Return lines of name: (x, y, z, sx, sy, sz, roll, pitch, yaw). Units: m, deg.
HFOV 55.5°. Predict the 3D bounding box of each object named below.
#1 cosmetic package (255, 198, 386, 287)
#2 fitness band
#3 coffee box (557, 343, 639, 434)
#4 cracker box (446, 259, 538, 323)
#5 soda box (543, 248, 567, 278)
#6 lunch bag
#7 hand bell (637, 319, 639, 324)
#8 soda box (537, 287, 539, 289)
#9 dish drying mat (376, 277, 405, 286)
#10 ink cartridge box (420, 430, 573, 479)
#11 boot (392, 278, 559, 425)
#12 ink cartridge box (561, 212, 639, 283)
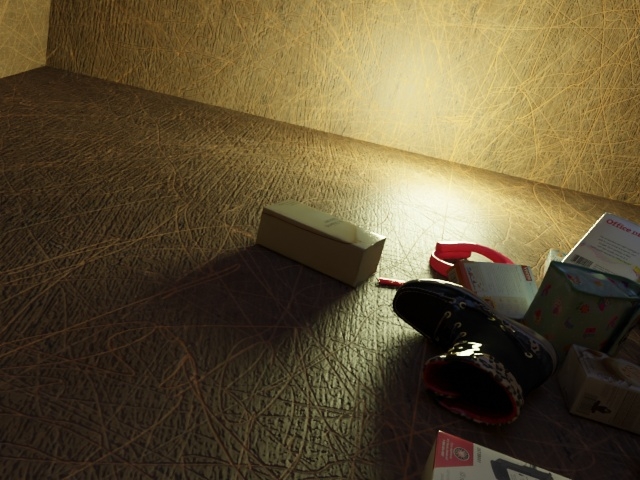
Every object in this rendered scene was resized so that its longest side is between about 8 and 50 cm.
cosmetic package: (0.000, 0.000, 1.636, 0.309, 0.113, 0.160, 22, 21, 21)
fitness band: (0.465, 0.073, 1.858, 0.290, 0.054, 0.209, -1, 29, -35)
coffee box: (0.640, 0.320, 1.262, 0.246, 0.098, 0.141, 16, 21, 4)
cracker box: (0.446, 0.138, 1.542, 0.232, 0.067, 0.156, 5, 59, -23)
soda box: (0.774, 0.087, 2.006, 0.058, 0.063, 0.183, 20, 21, 15)
lunch bag: (0.633, 0.187, 1.427, 0.262, 0.223, 0.160, 11, 27, -16)
hand bell: (0.953, 0.240, 1.724, 0.126, 0.126, 0.242, 4, 10, -27)
soda box: (0.640, 0.192, 1.646, 0.053, 0.060, 0.169, 2, 24, -33)
dish drying mat: (0.191, 0.113, 1.621, 0.083, 0.008, 0.032, 8, 22, -19)
ink cartridge box: (0.255, 0.385, 0.829, 0.237, 0.100, 0.172, 18, 21, 9)
boot: (0.278, 0.217, 1.246, 0.377, 0.138, 0.284, 30, 25, 22)
ink cartridge box: (0.841, 0.080, 1.769, 0.201, 0.278, 0.117, 35, -15, 43)
